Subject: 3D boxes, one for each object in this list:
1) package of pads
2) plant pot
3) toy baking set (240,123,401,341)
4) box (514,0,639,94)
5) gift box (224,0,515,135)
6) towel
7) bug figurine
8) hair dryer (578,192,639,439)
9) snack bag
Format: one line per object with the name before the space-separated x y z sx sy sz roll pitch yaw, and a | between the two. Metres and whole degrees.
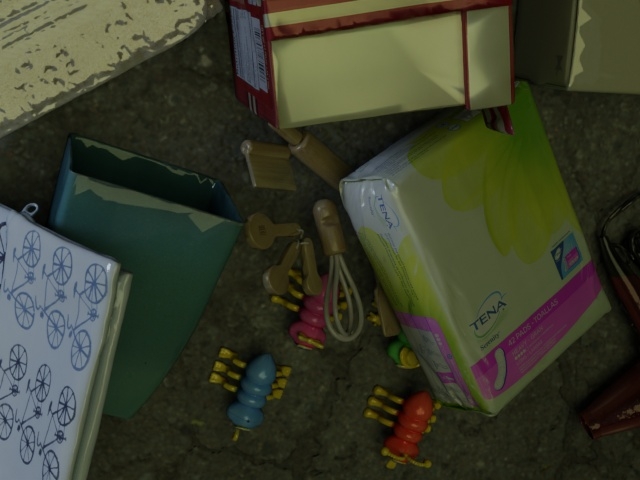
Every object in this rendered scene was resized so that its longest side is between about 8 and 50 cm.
package of pads | 0.167 0.012 1.137 0.229 0.101 0.296 -35 111 -28
plant pot | -0.202 0.044 1.059 0.165 0.166 0.234 17 102 -18
toy baking set | 0.000 -0.007 1.101 0.256 0.030 0.197 34 54 -38
box | 0.377 -0.218 1.143 0.311 0.148 0.121 0 104 -15
gift box | 0.056 -0.226 0.998 0.258 0.276 0.255 -9 112 -13
towel | -0.253 -0.235 1.032 0.282 0.049 0.187 -28 108 -4
bug figurine | 0.029 0.143 1.188 0.279 0.072 0.216 14 100 -17
hair dryer | 0.394 0.109 1.286 0.223 0.080 0.293 23 92 -3
snack bag | -0.298 0.125 0.975 0.037 0.342 0.323 7 102 -42
